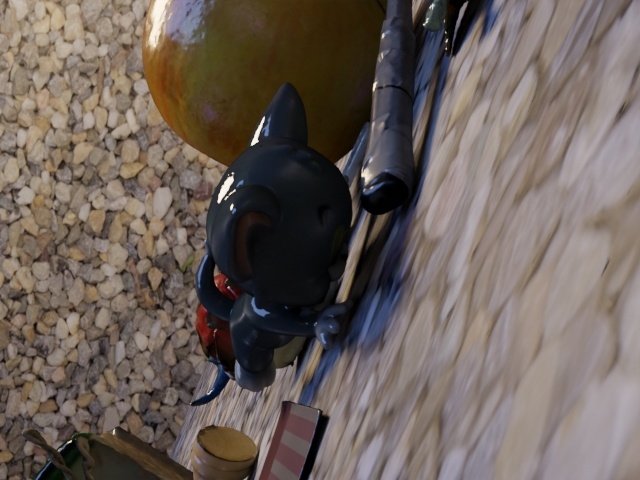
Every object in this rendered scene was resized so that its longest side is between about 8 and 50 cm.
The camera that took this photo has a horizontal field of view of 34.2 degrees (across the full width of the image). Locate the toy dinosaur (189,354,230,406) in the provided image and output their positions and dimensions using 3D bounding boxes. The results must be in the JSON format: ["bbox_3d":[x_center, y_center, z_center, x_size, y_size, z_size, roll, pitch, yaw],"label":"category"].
[{"bbox_3d":[-0.115,0.141,1.525,0.248,0.075,0.188,-64,12,-9],"label":"toy dinosaur"}]

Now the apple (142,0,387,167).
[{"bbox_3d":[-0.048,-0.196,1.094,0.286,0.286,0.233,-78,11,-57],"label":"apple"}]

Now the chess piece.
[{"bbox_3d":[-0.115,0.261,1.095,0.066,0.066,0.122,-85,13,-69],"label":"chess piece"}]

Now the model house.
[{"bbox_3d":[-0.300,0.423,1.427,0.298,0.243,0.284,-58,0,-5],"label":"model house"}]

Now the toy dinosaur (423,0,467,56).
[{"bbox_3d":[0.105,-0.194,0.805,0.187,0.044,0.106,-16,-66,-86],"label":"toy dinosaur"}]

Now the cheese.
[{"bbox_3d":[0.000,0.000,1.025,0.127,0.050,0.255,-80,13,-68],"label":"cheese"}]

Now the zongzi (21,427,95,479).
[{"bbox_3d":[-0.240,0.490,0.991,0.500,0.218,0.467,-68,23,9],"label":"zongzi"}]

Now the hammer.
[{"bbox_3d":[0.061,-0.184,0.890,0.152,0.044,0.427,-27,41,37],"label":"hammer"}]

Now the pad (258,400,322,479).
[{"bbox_3d":[-0.063,0.273,0.826,0.202,0.005,0.300,145,144,-79],"label":"pad"}]

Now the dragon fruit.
[{"bbox_3d":[-0.101,0.100,1.339,0.121,0.130,0.142,30,99,51],"label":"dragon fruit"}]

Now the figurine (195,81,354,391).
[{"bbox_3d":[-0.038,0.011,0.888,0.265,0.140,0.193,-56,8,48],"label":"figurine"}]
